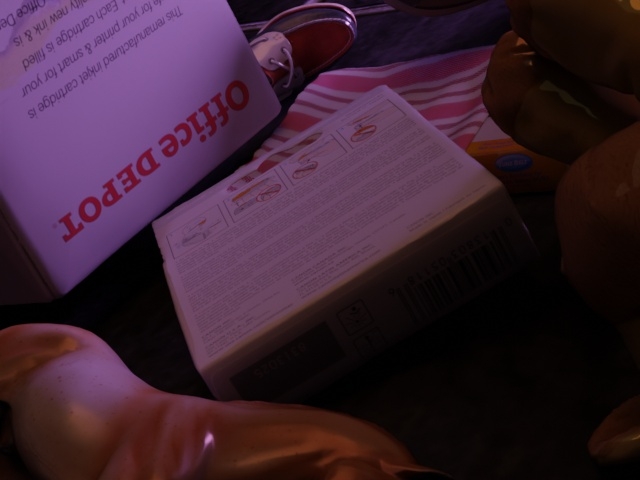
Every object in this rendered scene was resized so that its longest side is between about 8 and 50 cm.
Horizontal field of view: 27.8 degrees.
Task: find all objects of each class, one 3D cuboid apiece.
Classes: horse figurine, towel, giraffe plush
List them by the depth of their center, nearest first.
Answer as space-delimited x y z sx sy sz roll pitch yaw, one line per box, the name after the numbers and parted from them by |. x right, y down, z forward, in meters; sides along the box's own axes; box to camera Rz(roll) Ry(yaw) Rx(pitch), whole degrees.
0.139 -0.012 0.427 0.210 0.181 0.170 24 53 10 | giraffe plush
-0.103 0.092 0.481 0.174 0.066 0.263 -43 35 -26 | horse figurine
0.031 -0.061 0.709 0.144 0.029 0.197 -5 30 29 | towel

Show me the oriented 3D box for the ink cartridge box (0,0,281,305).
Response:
-0.197 -0.123 0.705 0.197 0.270 0.198 -7 28 45 | ink cartridge box

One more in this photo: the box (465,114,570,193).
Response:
0.132 -0.070 0.653 0.081 0.028 0.136 -5 32 31 | box

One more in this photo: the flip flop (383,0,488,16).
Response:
0.143 -0.191 0.801 0.277 0.080 0.112 -25 65 -23 | flip flop

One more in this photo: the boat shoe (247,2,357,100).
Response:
-0.038 -0.109 0.832 0.137 0.049 0.043 -23 29 4 | boat shoe

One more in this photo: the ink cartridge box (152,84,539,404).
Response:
0.000 0.000 0.592 0.145 0.045 0.179 -31 22 -1 | ink cartridge box
